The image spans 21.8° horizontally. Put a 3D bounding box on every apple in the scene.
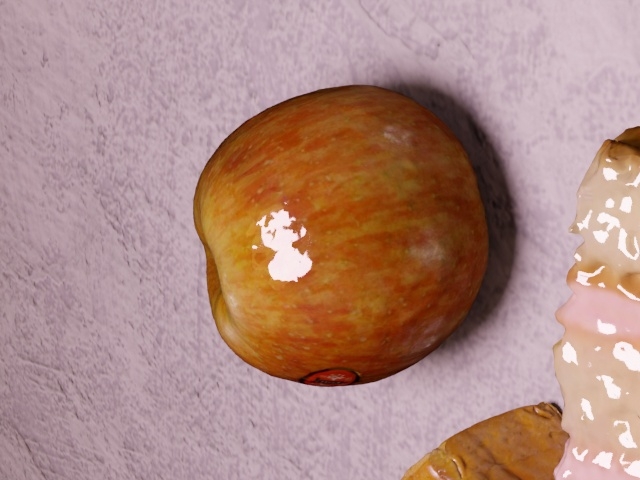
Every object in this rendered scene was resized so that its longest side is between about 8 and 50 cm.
[{"bbox_3d":[0.000,0.000,1.506,0.277,0.250,0.309,59,143,21],"label":"apple"}]

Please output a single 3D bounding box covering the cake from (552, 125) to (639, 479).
[{"bbox_3d":[0.329,0.082,1.053,0.293,0.314,0.307,22,117,46],"label":"cake"}]

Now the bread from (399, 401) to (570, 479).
[{"bbox_3d":[0.156,0.247,1.463,0.143,0.158,0.149,59,136,24],"label":"bread"}]
